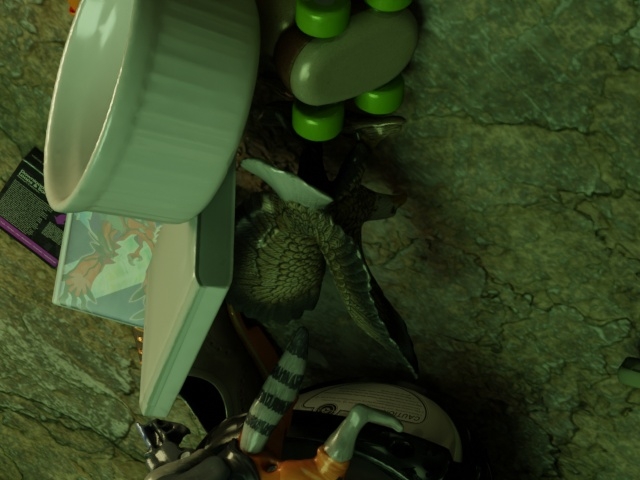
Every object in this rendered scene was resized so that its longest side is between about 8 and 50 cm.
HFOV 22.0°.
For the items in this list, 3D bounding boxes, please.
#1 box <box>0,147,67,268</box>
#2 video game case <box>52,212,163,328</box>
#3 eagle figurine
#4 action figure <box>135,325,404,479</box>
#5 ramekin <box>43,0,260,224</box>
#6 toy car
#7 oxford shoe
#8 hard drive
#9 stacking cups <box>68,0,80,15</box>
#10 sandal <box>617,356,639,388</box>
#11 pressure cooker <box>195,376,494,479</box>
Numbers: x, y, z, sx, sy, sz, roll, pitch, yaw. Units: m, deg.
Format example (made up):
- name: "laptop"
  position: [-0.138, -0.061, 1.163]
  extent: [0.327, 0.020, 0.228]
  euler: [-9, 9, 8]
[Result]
- name: "box"
  position: [-0.351, -0.039, 2.090]
  extent: [0.116, 0.029, 0.162]
  euler: [38, 143, -8]
- name: "video game case"
  position: [-0.215, 0.004, 1.946]
  extent: [0.183, 0.023, 0.201]
  euler: [15, 108, 8]
- name: "eagle figurine"
  position: [0.010, 0.000, 1.733]
  extent: [0.225, 0.226, 0.298]
  euler: [2, 111, -12]
- name: "action figure"
  position: [-0.114, 0.235, 1.766]
  extent: [0.341, 0.330, 0.178]
  euler: [40, 171, 44]
- name: "ramekin"
  position: [-0.164, -0.148, 1.598]
  extent: [0.135, 0.277, 0.277]
  euler: [14, 147, -21]
- name: "toy car"
  position: [-0.010, -0.221, 1.617]
  extent: [0.188, 0.149, 0.155]
  euler: [45, 147, 34]
- name: "oxford shoe"
  position: [-0.179, 0.096, 2.027]
  extent: [0.130, 0.133, 0.363]
  euler: [-14, 121, 45]
- name: "hard drive"
  position: [-0.143, 0.034, 1.749]
  extent: [0.040, 0.203, 0.307]
  euler: [8, 148, -13]
- name: "stacking cups"
  position: [-0.208, -0.238, 1.742]
  extent: [0.096, 0.096, 0.316]
  euler: [-6, 124, 39]
- name: "sandal"
  position: [0.445, 0.220, 1.736]
  extent: [0.303, 0.086, 0.120]
  euler: [27, 175, 16]
- name: "pressure cooker"
  position: [0.048, 0.368, 1.956]
  extent: [0.370, 0.375, 0.420]
  euler: [-22, 124, -4]
